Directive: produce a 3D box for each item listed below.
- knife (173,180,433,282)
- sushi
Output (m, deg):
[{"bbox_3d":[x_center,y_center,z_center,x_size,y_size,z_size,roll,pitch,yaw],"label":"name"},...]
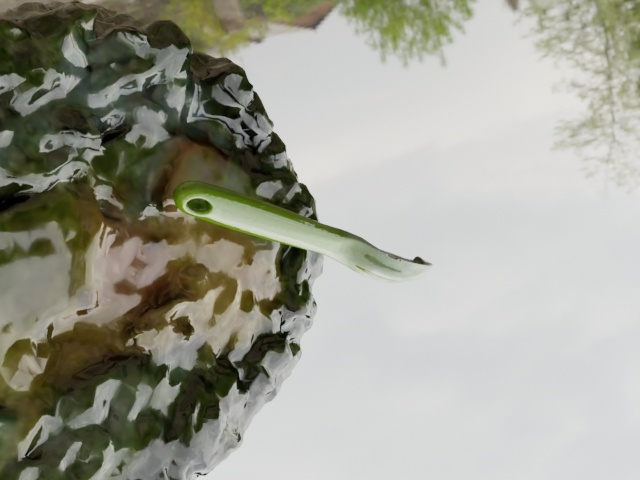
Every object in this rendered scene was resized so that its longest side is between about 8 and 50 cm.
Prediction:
[{"bbox_3d":[0.000,0.000,0.488,0.184,0.022,0.026,18,-150,-37],"label":"knife"},{"bbox_3d":[-0.174,0.027,0.489,0.178,0.294,0.352,1,-148,42],"label":"sushi"}]
